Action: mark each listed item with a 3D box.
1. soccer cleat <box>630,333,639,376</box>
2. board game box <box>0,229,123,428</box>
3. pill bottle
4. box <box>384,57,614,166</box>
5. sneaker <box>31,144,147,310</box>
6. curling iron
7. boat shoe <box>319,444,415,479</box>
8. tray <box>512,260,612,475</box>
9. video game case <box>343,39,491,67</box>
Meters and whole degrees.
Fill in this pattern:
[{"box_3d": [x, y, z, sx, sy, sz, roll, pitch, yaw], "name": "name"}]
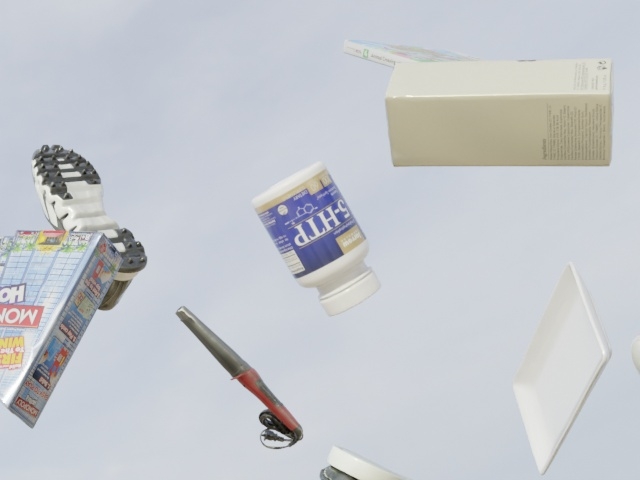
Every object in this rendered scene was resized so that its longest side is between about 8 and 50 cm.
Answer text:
[{"box_3d": [0.432, 0.189, 1.210, 0.143, 0.331, 0.116, -50, -49, -16], "name": "soccer cleat"}, {"box_3d": [-0.318, 0.086, 1.202, 0.194, 0.194, 0.060, 1, -30, 17], "name": "board game box"}, {"box_3d": [0.000, 0.000, 1.580, 0.112, 0.186, 0.112, -30, 5, 3], "name": "pill bottle"}, {"box_3d": [0.224, -0.158, 1.490, 0.275, 0.094, 0.113, 2, -52, 14], "name": "box"}, {"box_3d": [-0.278, -0.011, 1.350, 0.078, 0.234, 0.106, -5, -46, -39], "name": "sneaker"}, {"box_3d": [-0.118, 0.201, 1.716, 0.068, 0.035, 0.274, -30, -70, 22], "name": "curling iron"}, {"box_3d": [0.085, 0.306, 1.315, 0.114, 0.091, 0.302, 21, -9, 46], "name": "boat shoe"}, {"box_3d": [0.299, 0.162, 1.470, 0.030, 0.145, 0.270, -2, -39, -11], "name": "tray"}, {"box_3d": [0.171, -0.256, 1.720, 0.212, 0.193, 0.023, -1, -72, -34], "name": "video game case"}]
